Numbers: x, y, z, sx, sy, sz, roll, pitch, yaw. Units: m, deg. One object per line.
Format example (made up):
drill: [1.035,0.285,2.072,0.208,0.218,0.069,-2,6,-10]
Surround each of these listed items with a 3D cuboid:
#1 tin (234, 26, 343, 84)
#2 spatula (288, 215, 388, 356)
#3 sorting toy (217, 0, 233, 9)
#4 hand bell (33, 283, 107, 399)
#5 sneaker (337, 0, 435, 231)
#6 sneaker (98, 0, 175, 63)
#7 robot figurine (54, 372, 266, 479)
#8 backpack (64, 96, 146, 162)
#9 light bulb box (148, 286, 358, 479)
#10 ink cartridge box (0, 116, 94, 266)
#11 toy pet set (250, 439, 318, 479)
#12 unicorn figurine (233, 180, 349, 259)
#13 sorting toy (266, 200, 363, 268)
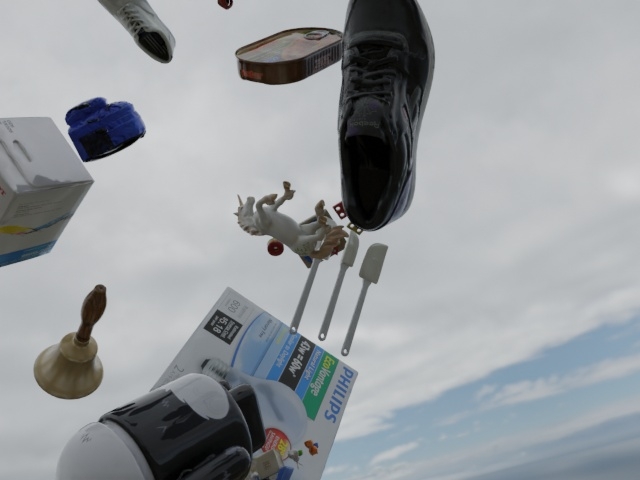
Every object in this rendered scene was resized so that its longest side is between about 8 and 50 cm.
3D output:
tin: [-0.040,-0.261,0.856,0.189,0.106,0.040,-41,-37,-44]
spatula: [0.029,0.089,1.195,0.168,0.242,0.019,25,-15,-23]
sorting toy: [-0.279,-0.723,1.778,0.042,0.102,0.061,6,-12,33]
hand bell: [-0.418,0.161,1.083,0.126,0.126,0.242,4,-47,-36]
sneaker: [0.068,-0.150,0.666,0.107,0.283,0.124,1,10,14]
sneaker: [-0.433,-0.525,1.445,0.094,0.091,0.258,-34,-40,16]
robot figurine: [-0.202,0.286,0.808,0.278,0.173,0.209,-20,-28,-45]
backpack: [-0.367,-0.197,1.047,0.120,0.101,0.098,-25,24,-10]
light bulb box: [-0.157,0.355,1.279,0.361,0.358,0.225,33,-56,-3]
ink cartridge box: [-0.573,-0.089,1.134,0.232,0.171,0.168,-45,-12,32]
toy pet set: [-0.061,0.387,1.018,0.122,0.065,0.114,-26,-28,3]
unicorn figurine: [-0.051,-0.026,0.783,0.060,0.162,0.111,-42,-8,-41]
sorting toy: [0.000,0.000,1.641,0.274,0.046,0.132,-29,-62,8]
